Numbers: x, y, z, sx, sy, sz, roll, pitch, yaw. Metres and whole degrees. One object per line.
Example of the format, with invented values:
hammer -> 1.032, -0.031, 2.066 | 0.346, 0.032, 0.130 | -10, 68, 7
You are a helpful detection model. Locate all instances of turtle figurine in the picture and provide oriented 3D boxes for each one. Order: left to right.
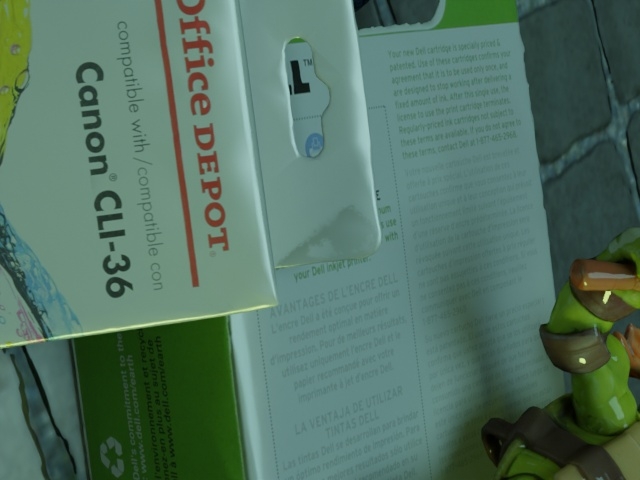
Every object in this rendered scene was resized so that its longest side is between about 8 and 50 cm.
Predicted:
turtle figurine -> 0.086, 0.091, 0.517 | 0.217, 0.087, 0.269 | -30, 121, -33

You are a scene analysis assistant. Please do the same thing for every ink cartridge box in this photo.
ink cartridge box -> -0.079, -0.032, 0.418 | 0.198, 0.067, 0.115 | -8, 98, -7
ink cartridge box -> 0.000, 0.000, 0.560 | 0.189, 0.097, 0.255 | -13, 99, -46

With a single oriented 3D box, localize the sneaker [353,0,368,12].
sneaker -> 0.034, -0.183, 0.630 | 0.082, 0.069, 0.209 | 90, 20, -52
